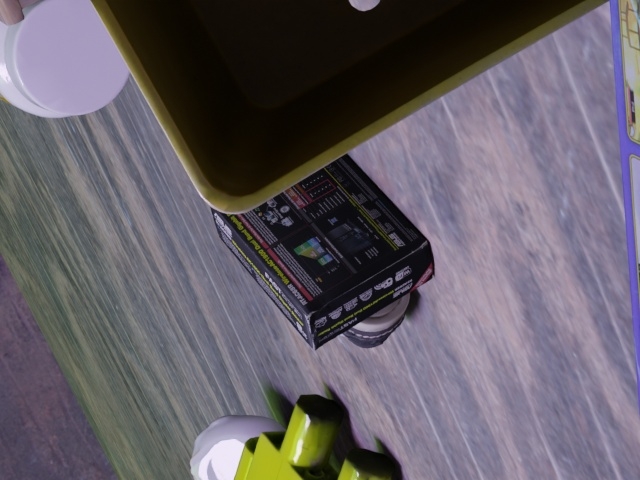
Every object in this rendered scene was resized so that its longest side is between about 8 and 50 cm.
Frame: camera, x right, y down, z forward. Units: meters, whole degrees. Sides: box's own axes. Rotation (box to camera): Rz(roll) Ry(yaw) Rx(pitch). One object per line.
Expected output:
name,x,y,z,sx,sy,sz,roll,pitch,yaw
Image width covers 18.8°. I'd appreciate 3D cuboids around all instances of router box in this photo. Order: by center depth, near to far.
router box,0.000,0.000,1.222,0.122,0.092,0.038,49,162,37

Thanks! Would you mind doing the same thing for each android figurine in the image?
android figurine,-0.014,0.275,1.620,0.248,0.056,0.272,41,123,48

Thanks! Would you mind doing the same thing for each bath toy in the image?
bath toy,-0.004,0.315,1.794,0.348,0.151,0.129,59,-160,4

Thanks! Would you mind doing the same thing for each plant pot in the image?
plant pot,0.001,-0.149,0.759,0.212,0.212,0.187,60,179,-1

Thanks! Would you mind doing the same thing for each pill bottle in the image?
pill bottle,-0.233,-0.165,1.617,0.119,0.119,0.208,65,164,-20

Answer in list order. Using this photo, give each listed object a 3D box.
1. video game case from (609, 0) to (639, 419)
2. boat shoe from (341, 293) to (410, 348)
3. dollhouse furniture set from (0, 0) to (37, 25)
video game case,0.182,-0.011,0.577,0.244,0.061,0.269,35,139,55
boat shoe,-0.019,-0.009,1.304,0.206,0.075,0.065,49,160,19
dollhouse furniture set,-0.203,-0.271,1.213,0.355,0.174,0.303,34,150,58
